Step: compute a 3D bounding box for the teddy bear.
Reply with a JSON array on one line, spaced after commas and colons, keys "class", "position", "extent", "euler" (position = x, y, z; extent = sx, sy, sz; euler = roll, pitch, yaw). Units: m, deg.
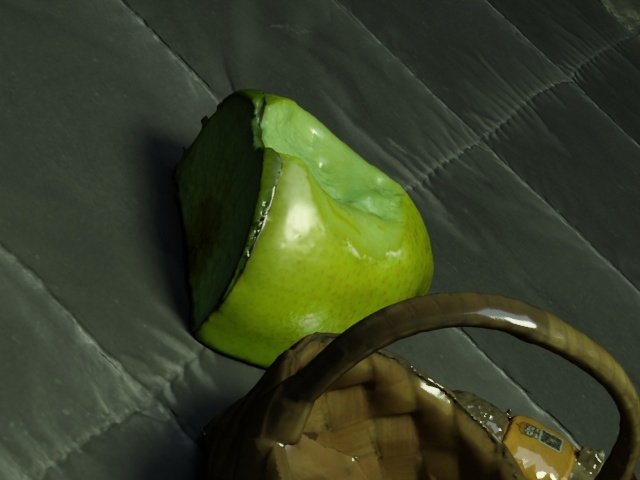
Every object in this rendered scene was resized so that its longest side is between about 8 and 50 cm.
[{"class": "teddy bear", "position": [0.164, 0.212, 1.435], "extent": [0.190, 0.140, 0.177], "euler": [31, 30, -4]}]

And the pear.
[{"class": "pear", "position": [0.000, 0.000, 1.502], "extent": [0.292, 0.159, 0.292], "euler": [35, 26, -20]}]

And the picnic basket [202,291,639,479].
[{"class": "picnic basket", "position": [0.088, 0.172, 1.181], "extent": [0.293, 0.337, 0.337], "euler": [29, 29, -23]}]

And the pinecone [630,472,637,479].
[{"class": "pinecone", "position": [0.324, 0.286, 1.513], "extent": [0.163, 0.163, 0.165], "euler": [21, 15, -35]}]
